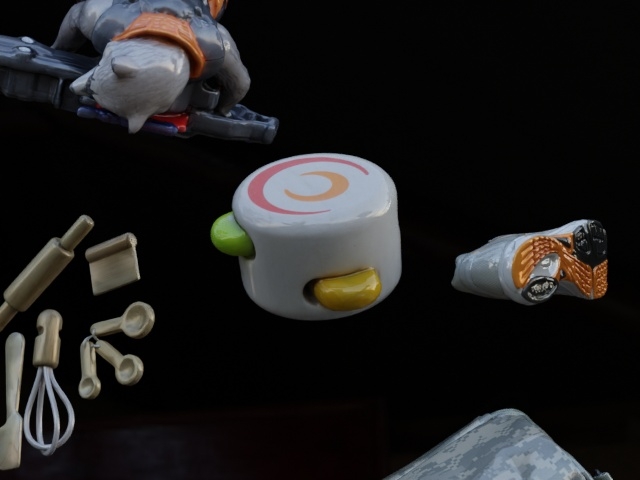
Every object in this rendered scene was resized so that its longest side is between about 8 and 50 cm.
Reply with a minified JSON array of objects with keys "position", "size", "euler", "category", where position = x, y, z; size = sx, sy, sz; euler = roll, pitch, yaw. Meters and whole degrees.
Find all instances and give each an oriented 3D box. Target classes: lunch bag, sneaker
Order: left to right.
[{"position":[0.131,0.311,1.461],"size":[0.305,0.212,0.256],"euler":[-31,-7,-6],"category":"lunch bag"},{"position":[0.254,0.024,1.831],"size":[0.121,0.099,0.262],"euler":[0,0,37],"category":"sneaker"}]

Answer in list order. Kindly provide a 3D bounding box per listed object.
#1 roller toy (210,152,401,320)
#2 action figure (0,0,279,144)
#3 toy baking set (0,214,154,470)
[{"position":[0.000,0.000,1.760],"size":[0.209,0.191,0.146],"euler":[11,-57,28],"category":"roller toy"},{"position":[-0.198,-0.215,1.390],"size":[0.341,0.330,0.178],"euler":[7,-55,-16],"category":"action figure"},{"position":[-0.264,0.101,1.514],"size":[0.256,0.197,0.030],"euler":[-43,-37,17],"category":"toy baking set"}]
